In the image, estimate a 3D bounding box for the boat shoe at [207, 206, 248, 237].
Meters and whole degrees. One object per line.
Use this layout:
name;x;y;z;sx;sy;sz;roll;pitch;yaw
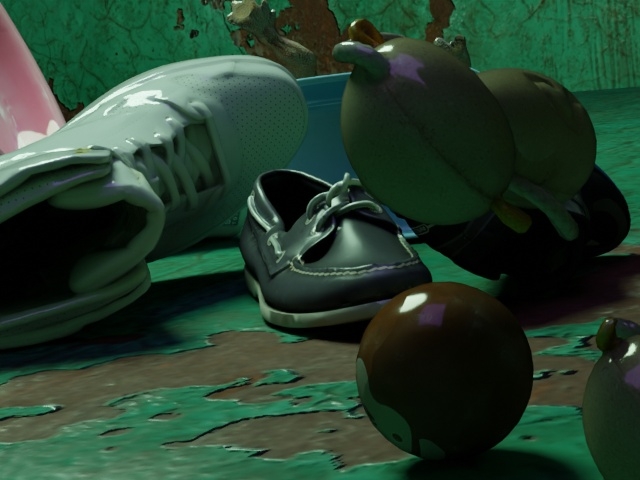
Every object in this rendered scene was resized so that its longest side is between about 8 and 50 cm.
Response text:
boat shoe;-0.152;-0.053;1.118;0.102;0.108;0.301;-4;14;-23

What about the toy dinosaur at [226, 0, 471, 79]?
toy dinosaur;0.037;-0.073;1.093;0.295;0.127;0.200;10;-13;18

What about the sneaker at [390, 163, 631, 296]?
sneaker;0.101;-0.005;0.731;0.067;0.078;0.188;-48;-27;22

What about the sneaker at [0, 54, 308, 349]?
sneaker;-0.096;-0.019;0.781;0.292;0.108;0.169;-27;19;-27

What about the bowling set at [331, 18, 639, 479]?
bowling set;0.080;0.006;0.372;0.200;0.287;0.154;-48;-16;17

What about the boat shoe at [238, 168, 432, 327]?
boat shoe;0.000;0.000;0.728;0.075;0.065;0.206;-8;8;-14

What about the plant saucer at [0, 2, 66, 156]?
plant saucer;-0.303;-0.140;1.166;0.084;0.332;0.332;-30;6;5

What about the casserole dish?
casserole dish;0.035;-0.050;0.952;0.188;0.114;0.037;-6;-15;0
